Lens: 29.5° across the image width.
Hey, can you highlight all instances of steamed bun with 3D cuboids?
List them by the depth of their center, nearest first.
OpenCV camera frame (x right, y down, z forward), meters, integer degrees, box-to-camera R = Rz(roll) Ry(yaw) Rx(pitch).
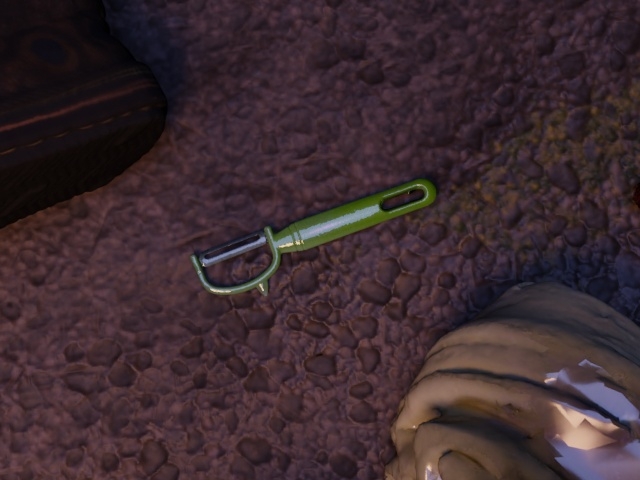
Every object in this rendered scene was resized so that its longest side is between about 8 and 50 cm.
[{"bbox_3d":[0.175,0.193,0.881,0.275,0.206,0.320,-29,78,-3],"label":"steamed bun"}]

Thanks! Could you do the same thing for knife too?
[{"bbox_3d":[0.000,0.000,1.005,0.212,0.015,0.054,-21,82,-3],"label":"knife"}]

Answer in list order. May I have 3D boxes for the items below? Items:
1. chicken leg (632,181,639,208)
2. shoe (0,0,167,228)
[{"bbox_3d":[0.304,0.014,0.987,0.090,0.048,0.219,-4,81,2],"label":"chicken leg"},{"bbox_3d":[-0.316,-0.112,0.894,0.384,0.171,0.237,-27,78,-35],"label":"shoe"}]
